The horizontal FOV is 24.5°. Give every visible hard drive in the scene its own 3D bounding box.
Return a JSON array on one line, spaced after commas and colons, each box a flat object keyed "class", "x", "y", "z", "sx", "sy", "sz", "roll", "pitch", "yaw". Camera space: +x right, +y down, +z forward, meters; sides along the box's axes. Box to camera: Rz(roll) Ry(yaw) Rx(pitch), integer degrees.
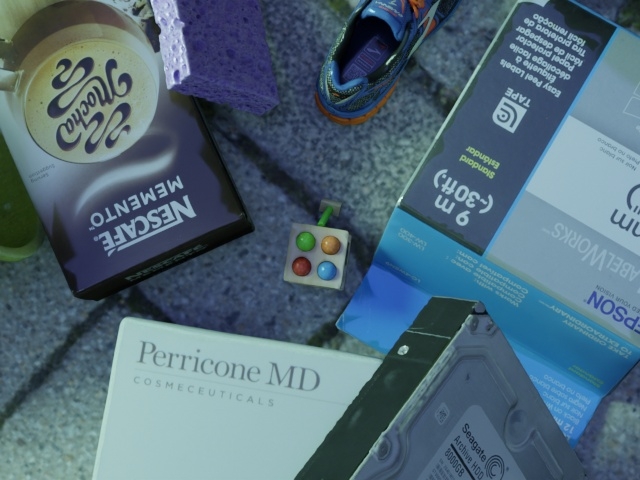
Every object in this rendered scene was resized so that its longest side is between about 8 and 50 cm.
[{"class": "hard drive", "x": 0.074, "y": 0.243, "z": 1.181, "sx": 0.339, "sy": 0.064, "sz": 0.237, "roll": -50, "pitch": 124, "yaw": -28}]

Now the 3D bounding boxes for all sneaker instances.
[{"class": "sneaker", "x": 0.071, "y": -0.204, "z": 1.325, "sx": 0.083, "sy": 0.087, "sz": 0.221, "roll": 28, "pitch": 88, "yaw": 4}]

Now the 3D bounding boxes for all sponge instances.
[{"class": "sponge", "x": -0.102, "y": -0.220, "z": 1.303, "sx": 0.031, "sy": 0.117, "sz": 0.210, "roll": -27, "pitch": 66, "yaw": 35}]

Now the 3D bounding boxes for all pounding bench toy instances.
[{"class": "pounding bench toy", "x": 0.000, "y": 0.000, "z": 1.324, "sx": 0.052, "sy": 0.065, "sz": 0.083, "roll": 8, "pitch": 86, "yaw": 4}]

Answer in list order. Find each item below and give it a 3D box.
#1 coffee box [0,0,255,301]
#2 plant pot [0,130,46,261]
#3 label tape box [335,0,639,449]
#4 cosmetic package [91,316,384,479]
[{"class": "coffee box", "x": -0.194, "y": -0.112, "z": 1.317, "sx": 0.168, "sy": 0.119, "sz": 0.297, "roll": -25, "pitch": 85, "yaw": -1}, {"class": "plant pot", "x": -0.424, "y": -0.030, "z": 1.273, "sx": 0.254, "sy": 0.276, "sz": 0.276, "roll": -35, "pitch": 84, "yaw": 12}, {"class": "label tape box", "x": 0.203, "y": -0.014, "z": 1.290, "sx": 0.249, "sy": 0.115, "sz": 0.347, "roll": 31, "pitch": 86, "yaw": 5}, {"class": "cosmetic package", "x": -0.088, "y": 0.307, "z": 1.259, "sx": 0.230, "sy": 0.161, "sz": 0.453, "roll": 9, "pitch": 86, "yaw": 4}]
